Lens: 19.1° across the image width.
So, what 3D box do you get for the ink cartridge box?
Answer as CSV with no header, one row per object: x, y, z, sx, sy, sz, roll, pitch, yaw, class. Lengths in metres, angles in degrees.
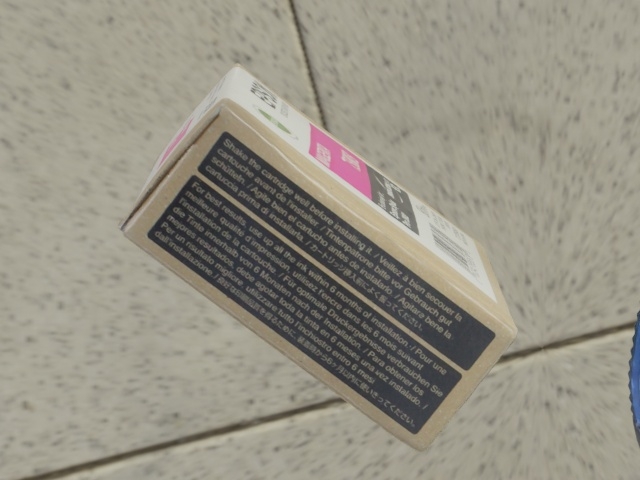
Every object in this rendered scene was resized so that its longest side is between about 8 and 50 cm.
0.000,0.000,1.040,0.193,0.234,0.088,38,99,-7,ink cartridge box

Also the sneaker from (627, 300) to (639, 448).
0.224,0.039,1.038,0.082,0.069,0.209,11,96,43,sneaker
